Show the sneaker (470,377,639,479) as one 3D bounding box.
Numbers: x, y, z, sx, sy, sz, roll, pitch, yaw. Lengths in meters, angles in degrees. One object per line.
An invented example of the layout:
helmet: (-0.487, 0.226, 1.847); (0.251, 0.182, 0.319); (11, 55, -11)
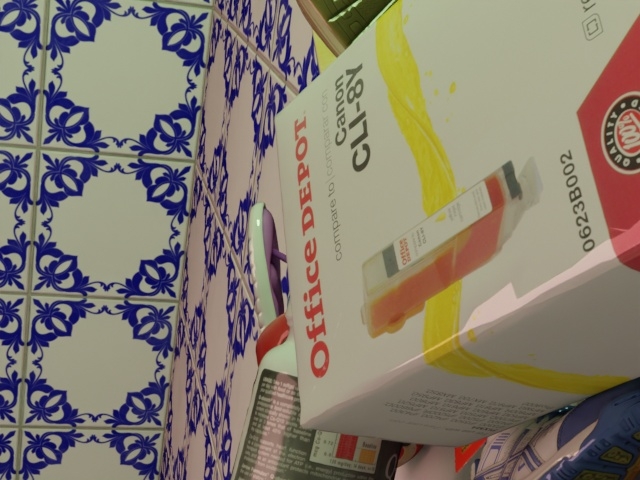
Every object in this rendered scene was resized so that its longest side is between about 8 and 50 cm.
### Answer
sneaker: (0.177, 0.168, 0.782); (0.296, 0.112, 0.131); (113, 156, -49)

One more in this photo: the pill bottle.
pill bottle: (0.002, 0.197, 1.000); (0.162, 0.162, 0.278); (170, 115, -75)

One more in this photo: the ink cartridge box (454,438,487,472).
ink cartridge box: (0.141, 0.105, 0.943); (0.145, 0.045, 0.179); (-58, 15, 34)

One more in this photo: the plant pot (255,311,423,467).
plant pot: (0.027, 0.185, 1.191); (0.191, 0.191, 0.174); (114, 151, -52)

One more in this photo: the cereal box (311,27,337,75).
cereal box: (0.033, -0.145, 1.183); (0.240, 0.047, 0.173); (71, -172, -75)

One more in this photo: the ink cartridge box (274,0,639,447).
ink cartridge box: (0.140, -0.048, 0.666); (0.385, 0.160, 0.279); (-37, 49, 45)

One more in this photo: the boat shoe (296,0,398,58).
boat shoe: (0.082, -0.146, 0.931); (0.109, 0.302, 0.098); (-49, 4, -27)

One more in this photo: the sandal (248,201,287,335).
sandal: (-0.049, 0.139, 1.678); (0.169, 0.102, 0.416); (-87, -11, -89)

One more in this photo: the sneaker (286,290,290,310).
sneaker: (0.010, 0.094, 1.455); (0.147, 0.130, 0.330); (-85, 8, -69)
